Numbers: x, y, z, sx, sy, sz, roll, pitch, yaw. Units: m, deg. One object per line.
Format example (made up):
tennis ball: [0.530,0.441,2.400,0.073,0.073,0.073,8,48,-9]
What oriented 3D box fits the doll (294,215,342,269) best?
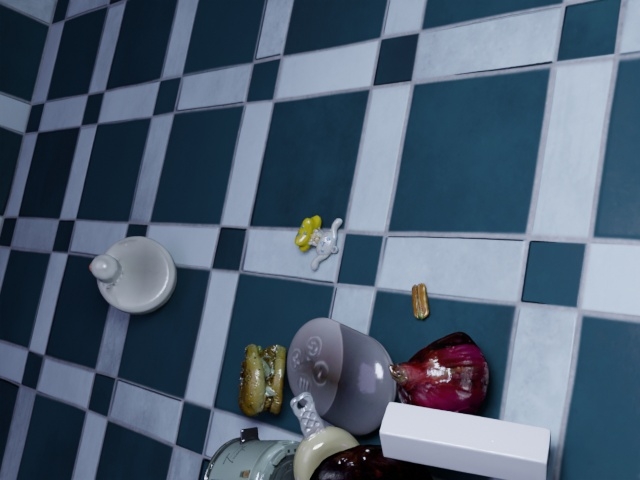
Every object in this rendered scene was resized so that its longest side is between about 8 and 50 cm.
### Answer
doll: [-0.004,0.007,1.931,0.113,0.071,0.135,6,87,27]

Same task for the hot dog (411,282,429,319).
hot dog: [0.218,0.132,1.692,0.037,0.021,0.083,-13,67,31]

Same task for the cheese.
cheese: [0.018,0.431,1.659,0.071,0.163,0.249,-161,66,-65]

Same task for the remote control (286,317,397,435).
remote control: [0.041,0.300,1.754,0.332,0.103,0.221,19,100,45]

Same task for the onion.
onion: [0.219,0.275,1.502,0.195,0.218,0.140,-42,53,29]

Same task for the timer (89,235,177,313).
timer: [-0.542,0.099,2.294,0.240,0.233,0.233,101,175,-78]

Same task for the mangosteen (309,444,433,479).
mangosteen: [0.102,0.540,1.529,0.287,0.287,0.233,-61,35,12]

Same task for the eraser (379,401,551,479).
eraser: [0.263,0.370,1.429,0.298,0.078,0.076,6,41,20]

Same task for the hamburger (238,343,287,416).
hamburger: [-0.142,0.329,1.885,0.185,0.113,0.177,98,178,-48]

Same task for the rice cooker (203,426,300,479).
rice cooker: [-0.129,0.559,1.742,0.227,0.241,0.280,-14,79,41]
